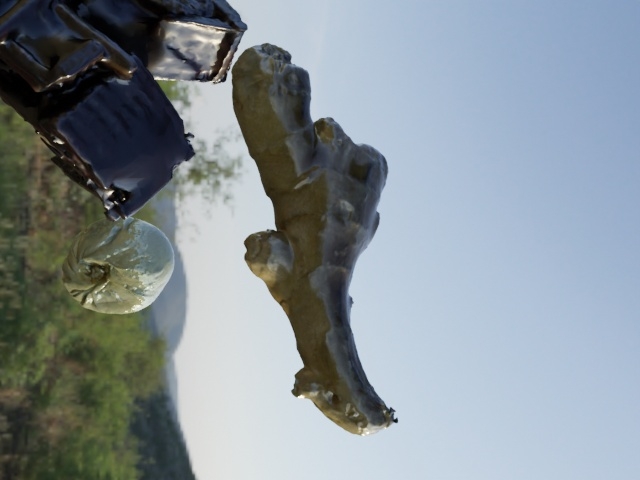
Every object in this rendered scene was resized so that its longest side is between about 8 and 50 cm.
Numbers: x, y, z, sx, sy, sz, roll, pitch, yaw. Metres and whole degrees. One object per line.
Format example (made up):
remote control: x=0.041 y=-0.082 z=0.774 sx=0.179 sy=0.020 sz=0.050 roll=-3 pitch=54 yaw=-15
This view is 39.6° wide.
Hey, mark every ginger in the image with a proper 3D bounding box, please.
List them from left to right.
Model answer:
ginger: x=0.000 y=0.000 z=0.758 sx=0.081 sy=0.147 sz=0.334 roll=-8 pitch=-94 yaw=46

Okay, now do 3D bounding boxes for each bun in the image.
bun: x=-0.340 y=0.044 z=1.477 sx=0.111 sy=0.188 sz=0.164 roll=-73 pitch=164 yaw=-74

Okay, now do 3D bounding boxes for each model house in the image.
model house: x=-0.141 y=-0.131 z=0.614 sx=0.203 sy=0.164 sz=0.141 roll=-56 pitch=176 yaw=-24
